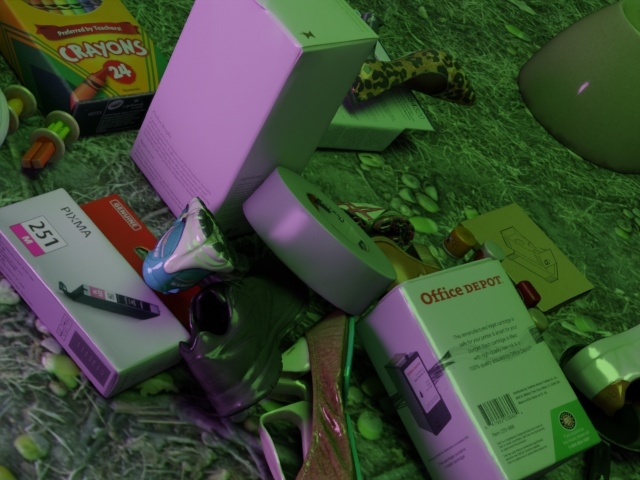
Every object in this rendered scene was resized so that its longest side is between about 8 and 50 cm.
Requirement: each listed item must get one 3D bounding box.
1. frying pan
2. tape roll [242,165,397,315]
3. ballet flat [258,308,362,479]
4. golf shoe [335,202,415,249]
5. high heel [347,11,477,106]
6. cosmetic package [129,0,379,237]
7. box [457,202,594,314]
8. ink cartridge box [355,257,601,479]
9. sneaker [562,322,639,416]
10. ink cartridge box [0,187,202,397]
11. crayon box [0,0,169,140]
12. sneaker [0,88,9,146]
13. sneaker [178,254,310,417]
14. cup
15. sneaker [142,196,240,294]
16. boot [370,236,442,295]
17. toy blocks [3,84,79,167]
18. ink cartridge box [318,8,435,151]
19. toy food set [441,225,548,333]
[{"bbox_3d":[0.432,0.282,1.788,0.197,0.053,0.326,19,40,-18],"label":"frying pan"},{"bbox_3d":[0.000,0.000,1.642,0.219,0.072,0.219,42,9,-8],"label":"tape roll"},{"bbox_3d":[-0.015,0.213,1.528,0.124,0.116,0.342,4,47,-5],"label":"ballet flat"},{"bbox_3d":[0.045,-0.023,1.850,0.186,0.068,0.086,8,18,-28],"label":"golf shoe"},{"bbox_3d":[0.149,-0.245,2.060,0.261,0.093,0.186,30,54,-22],"label":"high heel"},{"bbox_3d":[-0.101,-0.191,1.674,0.155,0.366,0.197,-15,59,-44],"label":"cosmetic package"},{"bbox_3d":[0.338,0.028,2.023,0.164,0.021,0.201,-19,60,-45],"label":"box"},{"bbox_3d":[0.207,0.187,1.638,0.211,0.121,0.289,-12,67,-42],"label":"ink cartridge box"},{"bbox_3d":[0.490,0.189,1.832,0.290,0.106,0.123,-18,61,-35],"label":"sneaker"},{"bbox_3d":[-0.258,0.044,1.561,0.275,0.060,0.239,47,41,17],"label":"ink cartridge box"},{"bbox_3d":[-0.369,-0.297,1.833,0.202,0.081,0.318,-16,58,-44],"label":"crayon box"},{"bbox_3d":[-0.529,-0.228,1.544,0.319,0.127,0.208,47,5,34],"label":"sneaker"},{"bbox_3d":[-0.097,0.089,1.544,0.130,0.109,0.286,51,25,-20],"label":"sneaker"},{"bbox_3d":[0.590,-0.329,2.411,0.331,0.237,0.331,19,41,-17],"label":"cup"},{"bbox_3d":[-0.172,0.012,1.555,0.107,0.110,0.275,58,0,-2],"label":"sneaker"},{"bbox_3d":[0.115,0.074,1.781,0.197,0.073,0.152,-2,54,-33],"label":"boot"},{"bbox_3d":[-0.407,-0.135,1.652,0.123,0.054,0.148,31,38,-2],"label":"toy blocks"},{"bbox_3d":[-0.009,-0.285,2.082,0.330,0.071,0.324,3,47,-38],"label":"ink cartridge box"},{"bbox_3d":[0.247,0.097,1.818,0.111,0.104,0.232,-4,52,-48],"label":"toy food set"}]
